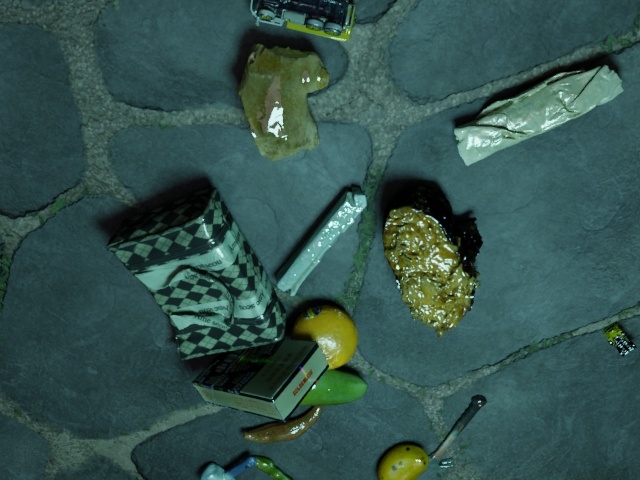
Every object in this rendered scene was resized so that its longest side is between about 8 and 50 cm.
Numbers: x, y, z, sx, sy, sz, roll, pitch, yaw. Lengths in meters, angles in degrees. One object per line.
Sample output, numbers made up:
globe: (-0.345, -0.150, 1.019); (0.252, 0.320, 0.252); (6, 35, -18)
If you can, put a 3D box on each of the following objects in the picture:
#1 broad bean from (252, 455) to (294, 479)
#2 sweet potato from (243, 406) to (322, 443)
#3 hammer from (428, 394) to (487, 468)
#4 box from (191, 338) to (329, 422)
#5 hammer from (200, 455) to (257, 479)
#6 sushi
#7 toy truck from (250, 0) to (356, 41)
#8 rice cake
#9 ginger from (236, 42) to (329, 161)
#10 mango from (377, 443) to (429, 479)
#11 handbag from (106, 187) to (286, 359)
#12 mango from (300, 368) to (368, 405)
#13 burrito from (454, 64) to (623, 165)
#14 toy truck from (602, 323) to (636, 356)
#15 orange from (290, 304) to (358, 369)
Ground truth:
broad bean: (-0.118, 0.734, 2.015); (0.256, 0.052, 0.052); (46, 66, -17)
sweet potato: (-0.098, 0.544, 1.924); (0.256, 0.058, 0.078); (-22, 93, 5)
hammer: (0.397, 0.568, 1.952); (0.111, 0.033, 0.287); (25, 112, -11)
box: (-0.152, 0.338, 1.671); (0.310, 0.198, 0.084); (-2, 124, 43)
hammer: (-0.263, 0.691, 1.971); (0.194, 0.069, 0.116); (-37, 110, 25)
sushi: (0.282, 0.035, 1.610); (0.235, 0.207, 0.348); (-21, 111, 17)
toy truck: (-0.033, -0.490, 1.409); (0.227, 0.114, 0.097); (11, 93, -6)
rice cake: (0.000, 0.000, 1.665); (0.063, 0.066, 0.336); (29, 112, -23)
ginger: (-0.077, -0.315, 1.484); (0.221, 0.130, 0.275); (-29, 118, 3)
mango: (0.240, 0.671, 1.960); (0.115, 0.090, 0.178); (43, 113, 23)
handbag: (-0.311, 0.107, 1.666); (0.317, 0.180, 0.416); (-19, 119, 17)
mango: (0.001, 0.394, 1.813); (0.251, 0.114, 0.156); (2, 150, -15)
burrito: (0.495, -0.299, 1.522); (0.392, 0.076, 0.117); (-24, 112, 11)
toy truck: (0.813, 0.268, 1.803); (0.049, 0.054, 0.083); (-41, 109, 17)
orange: (0.010, 0.256, 1.740); (0.178, 0.155, 0.177); (-4, 110, -12)
